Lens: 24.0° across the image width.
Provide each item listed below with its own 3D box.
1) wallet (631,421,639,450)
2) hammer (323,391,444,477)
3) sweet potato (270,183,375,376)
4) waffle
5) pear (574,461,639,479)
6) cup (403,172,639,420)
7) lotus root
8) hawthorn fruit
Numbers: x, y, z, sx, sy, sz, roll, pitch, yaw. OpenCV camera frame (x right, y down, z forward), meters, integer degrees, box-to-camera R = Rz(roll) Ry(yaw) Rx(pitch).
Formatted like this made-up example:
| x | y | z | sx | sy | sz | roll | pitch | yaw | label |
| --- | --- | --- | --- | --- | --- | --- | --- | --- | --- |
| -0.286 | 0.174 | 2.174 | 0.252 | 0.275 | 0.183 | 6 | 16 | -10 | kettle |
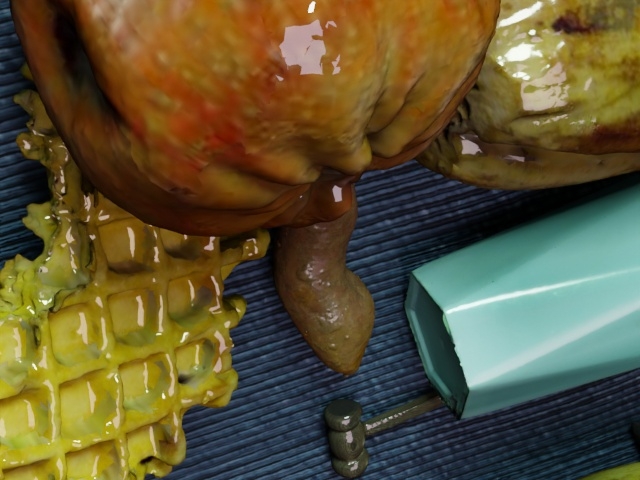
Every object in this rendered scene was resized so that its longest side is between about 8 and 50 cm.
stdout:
| x | y | z | sx | sy | sz | roll | pitch | yaw | label |
| --- | --- | --- | --- | --- | --- | --- | --- | --- | --- |
| 0.414 | 0.262 | 1.239 | 0.041 | 0.247 | 0.323 | -57 | 132 | -24 | wallet |
| 0.138 | 0.101 | 1.137 | 0.292 | 0.029 | 0.058 | -20 | 125 | -16 | hammer |
| -0.003 | 0.001 | 0.996 | 0.065 | 0.051 | 0.218 | -17 | 122 | -12 | sweet potato |
| -0.147 | 0.052 | 0.881 | 0.293 | 0.069 | 0.260 | -55 | 128 | -19 | waffle |
| 0.241 | 0.303 | 1.156 | 0.283 | 0.283 | 0.284 | -11 | 121 | -20 | pear |
| 0.184 | 0.039 | 1.064 | 0.235 | 0.134 | 0.148 | -20 | 121 | -10 | cup |
| 0.180 | -0.119 | 0.942 | 0.291 | 0.193 | 0.193 | -17 | 123 | -22 | lotus root |
| -0.034 | -0.132 | 0.767 | 0.258 | 0.262 | 0.258 | -2 | 161 | -1 | hawthorn fruit |
